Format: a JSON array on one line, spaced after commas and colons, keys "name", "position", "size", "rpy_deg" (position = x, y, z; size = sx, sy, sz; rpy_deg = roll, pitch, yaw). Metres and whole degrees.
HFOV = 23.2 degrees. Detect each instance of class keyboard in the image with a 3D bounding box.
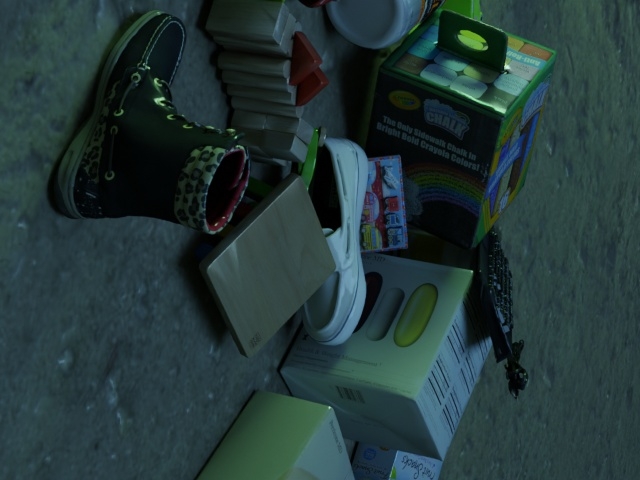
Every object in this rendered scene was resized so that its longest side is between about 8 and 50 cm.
[{"name": "keyboard", "position": [0.243, 0.089, 2.073], "size": [0.317, 0.033, 0.201], "rpy_deg": [-66, 142, -72]}]

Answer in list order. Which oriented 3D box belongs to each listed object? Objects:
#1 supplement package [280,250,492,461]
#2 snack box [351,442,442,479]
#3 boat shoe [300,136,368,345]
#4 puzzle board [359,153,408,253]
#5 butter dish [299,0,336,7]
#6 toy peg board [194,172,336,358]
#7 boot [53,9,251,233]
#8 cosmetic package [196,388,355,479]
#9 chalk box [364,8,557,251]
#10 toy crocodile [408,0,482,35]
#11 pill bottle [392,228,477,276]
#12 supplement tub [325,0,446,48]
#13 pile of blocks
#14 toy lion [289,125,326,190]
[{"name": "supplement package", "position": [0.091, 0.143, 1.994], "size": [0.203, 0.194, 0.149], "rpy_deg": [-63, 148, -30]}, {"name": "snack box", "position": [0.121, 0.290, 2.230], "size": [0.174, 0.070, 0.207], "rpy_deg": [38, 67, -59]}, {"name": "boat shoe", "position": [0.000, 0.000, 1.909], "size": [0.084, 0.095, 0.258], "rpy_deg": [7, 82, -58]}, {"name": "puzzle board", "position": [0.059, -0.043, 1.985], "size": [0.011, 0.096, 0.128], "rpy_deg": [-102, -175, -69]}, {"name": "butter dish", "position": [0.014, -0.351, 1.763], "size": [0.160, 0.160, 0.118], "rpy_deg": [-41, 105, 3]}, {"name": "toy peg board", "position": [-0.079, 0.019, 1.791], "size": [0.160, 0.079, 0.161], "rpy_deg": [-46, 139, -23]}, {"name": "boot", "position": [-0.137, -0.112, 1.510], "size": [0.236, 0.179, 0.085], "rpy_deg": [-67, 149, -22]}, {"name": "cosmetic package", "position": [-0.084, 0.344, 1.827], "size": [0.309, 0.113, 0.160], "rpy_deg": [-55, 143, -37]}, {"name": "chalk box", "position": [0.179, -0.170, 1.997], "size": [0.179, 0.180, 0.289], "rpy_deg": [-48, 156, -45]}, {"name": "toy crocodile", "position": [0.193, -0.215, 2.156], "size": [0.105, 0.115, 0.340], "rpy_deg": [-57, 147, -48]}, {"name": "pill bottle", "position": [0.165, 0.022, 2.174], "size": [0.065, 0.116, 0.065], "rpy_deg": [-26, 121, -56]}, {"name": "supplement tub", "position": [0.097, -0.323, 1.939], "size": [0.190, 0.117, 0.117], "rpy_deg": [-44, 135, -48]}, {"name": "pile of blocks", "position": [-0.043, -0.235, 1.699], "size": [0.149, 0.113, 0.362], "rpy_deg": [-56, 147, -41]}, {"name": "toy lion", "position": [-0.023, -0.078, 1.832], "size": [0.100, 0.034, 0.096], "rpy_deg": [127, -29, -67]}]
